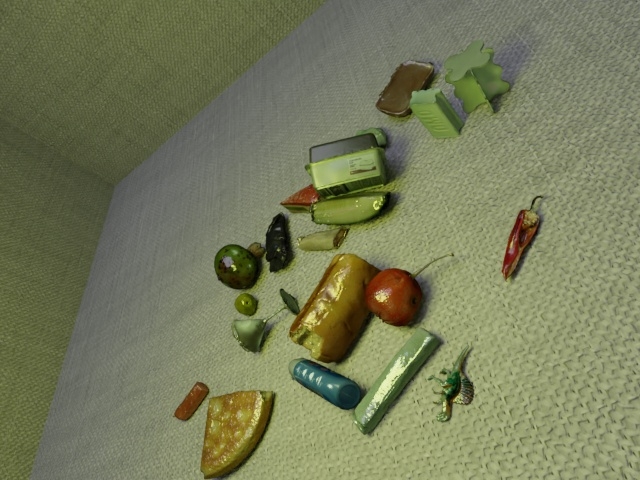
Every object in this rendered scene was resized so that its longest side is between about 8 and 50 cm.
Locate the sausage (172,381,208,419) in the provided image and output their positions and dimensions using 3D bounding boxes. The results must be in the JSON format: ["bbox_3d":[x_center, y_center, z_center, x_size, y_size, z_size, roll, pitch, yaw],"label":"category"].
[{"bbox_3d":[-0.511,0.637,1.701,0.169,0.065,0.065,-54,40,1],"label":"sausage"}]

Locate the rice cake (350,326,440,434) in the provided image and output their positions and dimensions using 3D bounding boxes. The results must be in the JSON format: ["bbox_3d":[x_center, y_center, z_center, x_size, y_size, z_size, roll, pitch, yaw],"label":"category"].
[{"bbox_3d":[0.202,0.386,1.201,0.336,0.063,0.066,-51,37,2],"label":"rice cake"}]

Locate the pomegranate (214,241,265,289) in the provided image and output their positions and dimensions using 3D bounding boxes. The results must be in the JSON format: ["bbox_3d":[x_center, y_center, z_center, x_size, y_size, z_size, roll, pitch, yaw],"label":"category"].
[{"bbox_3d":[-0.337,0.095,1.849,0.248,0.202,0.202,-40,33,-29],"label":"pomegranate"}]

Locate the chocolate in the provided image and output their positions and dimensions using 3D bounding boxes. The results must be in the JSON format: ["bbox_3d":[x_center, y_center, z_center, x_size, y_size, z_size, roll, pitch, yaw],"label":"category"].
[{"bbox_3d":[0.346,-0.602,1.761,0.161,0.083,0.261,32,86,33],"label":"chocolate"}]

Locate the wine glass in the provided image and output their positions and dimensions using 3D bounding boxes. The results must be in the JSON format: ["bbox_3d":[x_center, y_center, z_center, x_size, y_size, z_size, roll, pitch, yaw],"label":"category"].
[{"bbox_3d":[-0.194,0.290,1.596,0.232,0.156,0.156,-38,42,11],"label":"wine glass"}]

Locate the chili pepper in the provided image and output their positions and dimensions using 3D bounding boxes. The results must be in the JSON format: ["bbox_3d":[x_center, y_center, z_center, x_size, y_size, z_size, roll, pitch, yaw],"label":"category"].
[{"bbox_3d":[0.542,-0.008,1.177,0.050,0.059,0.268,133,162,-80],"label":"chili pepper"}]

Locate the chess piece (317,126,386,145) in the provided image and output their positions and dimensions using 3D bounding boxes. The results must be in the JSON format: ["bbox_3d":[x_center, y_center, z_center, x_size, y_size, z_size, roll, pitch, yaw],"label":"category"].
[{"bbox_3d":[0.125,-0.372,1.777,0.298,0.176,0.176,-30,44,6],"label":"chess piece"}]

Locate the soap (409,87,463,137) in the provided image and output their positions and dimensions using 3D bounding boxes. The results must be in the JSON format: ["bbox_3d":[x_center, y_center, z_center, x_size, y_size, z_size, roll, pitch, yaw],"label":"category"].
[{"bbox_3d":[0.398,-0.435,1.500,0.114,0.198,0.063,10,72,48],"label":"soap"}]

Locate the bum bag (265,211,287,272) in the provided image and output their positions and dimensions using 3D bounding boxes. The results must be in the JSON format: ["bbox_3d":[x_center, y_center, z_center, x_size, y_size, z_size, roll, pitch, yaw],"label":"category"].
[{"bbox_3d":[-0.186,0.008,1.836,0.137,0.074,0.310,-46,32,28],"label":"bum bag"}]

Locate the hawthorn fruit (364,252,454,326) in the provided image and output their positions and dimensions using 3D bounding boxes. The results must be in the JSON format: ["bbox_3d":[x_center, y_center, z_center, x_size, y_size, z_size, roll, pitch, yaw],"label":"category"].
[{"bbox_3d":[0.257,0.118,1.270,0.285,0.165,0.165,-49,40,6],"label":"hawthorn fruit"}]

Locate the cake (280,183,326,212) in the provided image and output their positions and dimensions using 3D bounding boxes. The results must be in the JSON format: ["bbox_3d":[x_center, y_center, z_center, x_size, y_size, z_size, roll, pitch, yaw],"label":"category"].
[{"bbox_3d":[-0.066,-0.148,1.823,0.220,0.086,0.117,-28,44,26],"label":"cake"}]

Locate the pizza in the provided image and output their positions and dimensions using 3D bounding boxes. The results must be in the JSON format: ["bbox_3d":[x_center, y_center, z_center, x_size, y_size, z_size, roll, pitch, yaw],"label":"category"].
[{"bbox_3d":[-0.277,0.647,1.455,0.257,0.087,0.268,-18,52,29],"label":"pizza"}]

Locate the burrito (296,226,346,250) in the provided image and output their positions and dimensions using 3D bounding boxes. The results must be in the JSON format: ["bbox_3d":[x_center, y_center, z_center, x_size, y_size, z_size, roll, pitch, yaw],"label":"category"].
[{"bbox_3d":[0.000,0.000,1.674,0.226,0.060,0.087,-7,57,40],"label":"burrito"}]

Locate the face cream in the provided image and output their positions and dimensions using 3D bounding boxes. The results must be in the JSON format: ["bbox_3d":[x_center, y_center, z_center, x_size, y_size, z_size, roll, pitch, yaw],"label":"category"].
[{"bbox_3d":[0.000,0.419,1.304,0.264,0.149,0.083,8,65,51],"label":"face cream"}]

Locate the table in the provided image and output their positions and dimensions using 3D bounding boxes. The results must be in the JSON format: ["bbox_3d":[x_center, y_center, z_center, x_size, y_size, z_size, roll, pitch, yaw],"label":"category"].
[{"bbox_3d":[0.523,-0.527,1.446,0.166,0.198,0.166,-24,48,29],"label":"table"}]

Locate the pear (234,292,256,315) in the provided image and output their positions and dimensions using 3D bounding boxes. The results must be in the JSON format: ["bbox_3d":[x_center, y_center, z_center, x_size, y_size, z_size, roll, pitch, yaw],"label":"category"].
[{"bbox_3d":[-0.304,0.257,1.760,0.097,0.092,0.092,-20,47,55],"label":"pear"}]

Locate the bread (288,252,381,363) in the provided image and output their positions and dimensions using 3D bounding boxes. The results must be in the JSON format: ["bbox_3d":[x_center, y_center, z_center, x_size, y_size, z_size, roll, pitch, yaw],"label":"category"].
[{"bbox_3d":[0.058,0.213,1.368,0.344,0.195,0.149,-60,20,-8],"label":"bread"}]

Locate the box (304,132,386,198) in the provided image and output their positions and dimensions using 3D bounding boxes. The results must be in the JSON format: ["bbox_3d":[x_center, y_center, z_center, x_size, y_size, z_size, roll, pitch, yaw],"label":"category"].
[{"bbox_3d":[0.098,-0.268,1.591,0.290,0.220,0.166,-11,81,10],"label":"box"}]

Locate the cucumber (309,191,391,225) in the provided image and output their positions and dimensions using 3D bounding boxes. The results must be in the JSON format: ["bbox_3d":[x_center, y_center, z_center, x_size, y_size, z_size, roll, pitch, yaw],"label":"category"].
[{"bbox_3d":[0.127,-0.118,1.609,0.325,0.145,0.105,-6,103,39],"label":"cucumber"}]

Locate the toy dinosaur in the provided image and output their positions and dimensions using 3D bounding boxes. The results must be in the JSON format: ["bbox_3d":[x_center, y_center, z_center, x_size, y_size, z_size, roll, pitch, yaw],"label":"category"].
[{"bbox_3d":[0.343,0.367,1.104,0.187,0.044,0.106,-39,54,-3],"label":"toy dinosaur"}]
